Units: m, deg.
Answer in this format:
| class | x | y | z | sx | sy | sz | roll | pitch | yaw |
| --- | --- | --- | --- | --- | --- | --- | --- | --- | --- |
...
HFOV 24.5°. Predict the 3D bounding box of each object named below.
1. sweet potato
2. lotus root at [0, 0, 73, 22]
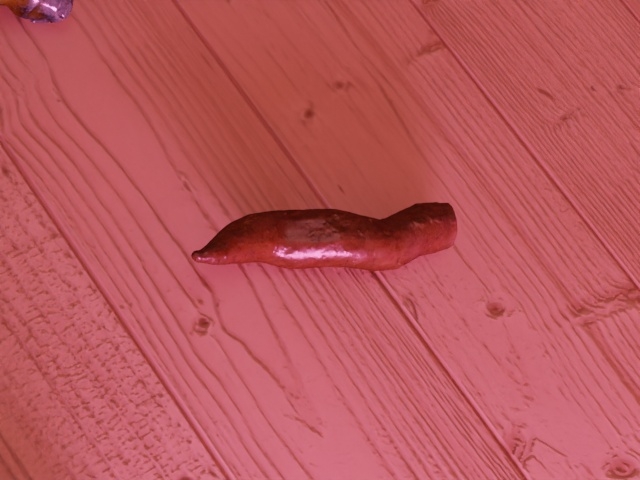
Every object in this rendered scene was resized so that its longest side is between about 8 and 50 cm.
| class | x | y | z | sx | sy | sz | roll | pitch | yaw |
| --- | --- | --- | --- | --- | --- | --- | --- | --- | --- |
| sweet potato | 0.000 | 0.000 | 1.423 | 0.281 | 0.059 | 0.067 | -3 | 50 | -22 |
| lotus root | -0.384 | -0.308 | 1.422 | 0.322 | 0.140 | 0.158 | 24 | 56 | -8 |
